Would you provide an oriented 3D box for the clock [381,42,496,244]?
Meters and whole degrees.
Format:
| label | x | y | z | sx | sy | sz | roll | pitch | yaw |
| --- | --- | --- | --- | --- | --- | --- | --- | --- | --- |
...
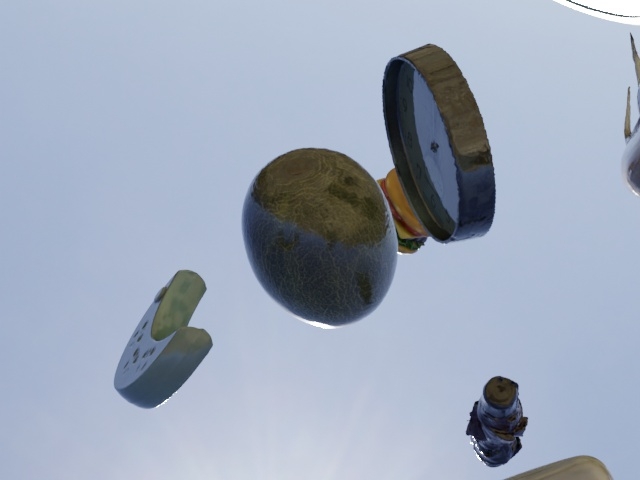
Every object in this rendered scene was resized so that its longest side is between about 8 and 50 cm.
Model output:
| label | x | y | z | sx | sy | sz | roll | pitch | yaw |
| --- | --- | --- | --- | --- | --- | --- | --- | --- | --- |
| clock | 0.122 | -0.100 | 1.269 | 0.042 | 0.215 | 0.215 | -16 | -152 | -12 |

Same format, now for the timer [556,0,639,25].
| label | x | y | z | sx | sy | sz | roll | pitch | yaw |
| --- | --- | --- | --- | --- | --- | --- | --- | --- | --- |
| timer | 0.373 | -0.463 | 1.461 | 0.291 | 0.315 | 0.291 | 27 | 179 | 1 |

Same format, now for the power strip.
| label | x | y | z | sx | sy | sz | roll | pitch | yaw |
| --- | --- | --- | --- | --- | --- | --- | --- | --- | --- |
| power strip | -0.208 | 0.134 | 1.575 | 0.054 | 0.167 | 0.253 | 37 | -172 | -18 |

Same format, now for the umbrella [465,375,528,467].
| label | x | y | z | sx | sy | sz | roll | pitch | yaw |
| --- | --- | --- | --- | --- | --- | --- | --- | --- | --- |
| umbrella | 0.287 | 0.294 | 1.920 | 0.094 | 0.090 | 0.326 | 19 | 157 | 13 |

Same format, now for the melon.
| label | x | y | z | sx | sy | sz | roll | pitch | yaw |
| --- | --- | --- | --- | --- | --- | --- | --- | --- | --- |
| melon | 0.000 | 0.000 | 1.853 | 0.237 | 0.301 | 0.237 | -11 | -138 | 10 |

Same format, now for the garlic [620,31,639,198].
| label | x | y | z | sx | sy | sz | roll | pitch | yaw |
| --- | --- | --- | --- | --- | --- | --- | --- | --- | --- |
| garlic | 0.526 | -0.170 | 1.807 | 0.231 | 0.246 | 0.340 | -30 | -165 | -8 |

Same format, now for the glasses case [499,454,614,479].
| label | x | y | z | sx | sy | sz | roll | pitch | yaw |
| --- | --- | --- | --- | --- | --- | --- | --- | --- | --- |
| glasses case | 0.239 | 0.303 | 1.354 | 0.197 | 0.076 | 0.049 | -24 | -172 | 20 |

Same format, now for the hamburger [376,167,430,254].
| label | x | y | z | sx | sy | sz | roll | pitch | yaw |
| --- | --- | --- | --- | --- | --- | --- | --- | --- | --- |
| hamburger | 0.152 | -0.054 | 2.182 | 0.162 | 0.115 | 0.162 | 34 | -143 | -31 |
